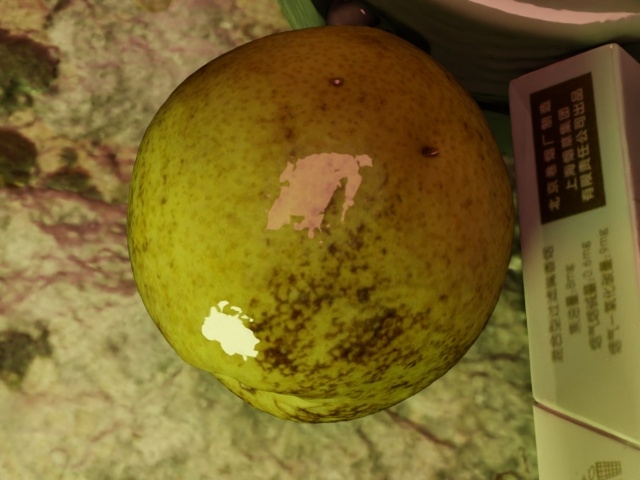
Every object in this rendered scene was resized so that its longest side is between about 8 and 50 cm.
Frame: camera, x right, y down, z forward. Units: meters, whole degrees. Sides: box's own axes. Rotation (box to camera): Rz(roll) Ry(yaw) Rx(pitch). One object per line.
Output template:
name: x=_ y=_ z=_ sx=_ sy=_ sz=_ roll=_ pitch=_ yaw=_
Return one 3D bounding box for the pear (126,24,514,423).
pear: x=0.000 y=0.000 z=0.568 sx=0.197 sy=0.197 sz=0.197 roll=1 pitch=68 yaw=-2

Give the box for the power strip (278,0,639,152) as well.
power strip: x=0.122 y=-0.223 z=0.686 sx=0.358 sy=0.161 sz=0.357 roll=1 pitch=70 yaw=-3

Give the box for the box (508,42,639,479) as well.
box: x=0.168 y=0.042 z=0.584 sx=0.067 sy=0.155 sz=0.242 roll=-19 pitch=60 yaw=37
